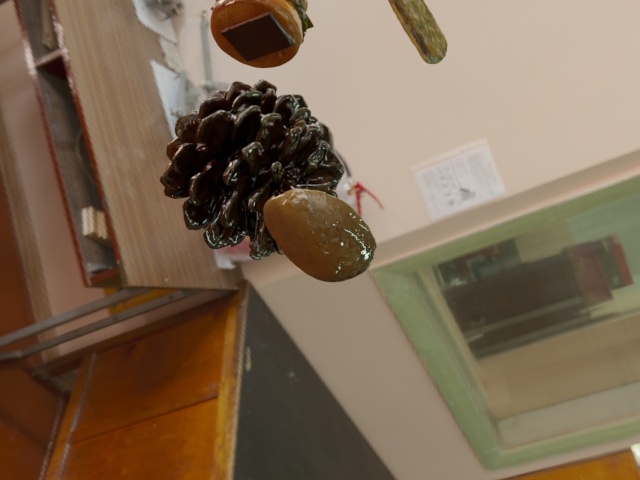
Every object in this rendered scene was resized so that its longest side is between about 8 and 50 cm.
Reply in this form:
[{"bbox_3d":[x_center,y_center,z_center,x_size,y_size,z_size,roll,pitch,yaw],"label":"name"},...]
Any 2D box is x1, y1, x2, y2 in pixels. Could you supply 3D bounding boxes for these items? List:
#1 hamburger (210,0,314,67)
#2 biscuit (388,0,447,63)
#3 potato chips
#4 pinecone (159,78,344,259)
[{"bbox_3d":[-0.167,-0.643,1.888,0.291,0.291,0.225,50,40,-50],"label":"hamburger"},{"bbox_3d":[0.237,-0.549,1.684,0.247,0.029,0.118,54,50,-19],"label":"biscuit"},{"bbox_3d":[0.000,0.000,1.089,0.201,0.150,0.049,50,33,-32],"label":"potato chips"},{"bbox_3d":[-0.142,-0.138,1.479,0.398,0.398,0.397,-21,90,-75],"label":"pinecone"}]
